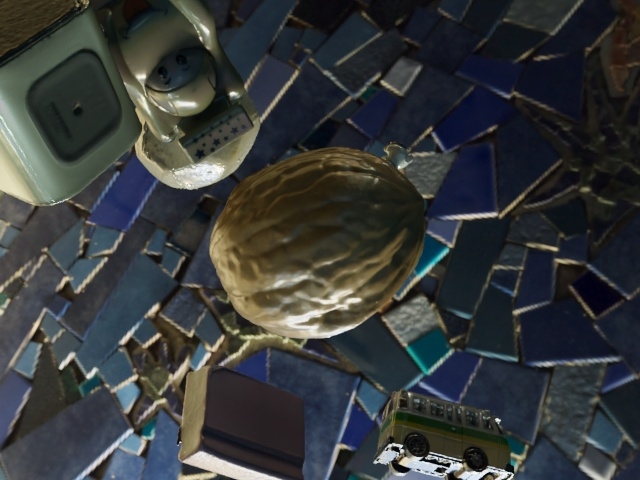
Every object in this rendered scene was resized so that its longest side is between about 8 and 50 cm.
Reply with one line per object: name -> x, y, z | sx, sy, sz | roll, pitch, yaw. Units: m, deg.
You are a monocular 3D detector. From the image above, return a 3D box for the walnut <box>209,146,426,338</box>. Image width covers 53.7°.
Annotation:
walnut -> 0.000, 0.000, 0.742 | 0.225, 0.260, 0.225 | 50, 28, -40

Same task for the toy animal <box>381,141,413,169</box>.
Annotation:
toy animal -> 0.172, -0.173, 1.541 | 0.124, 0.085, 0.071 | -51, 146, -17

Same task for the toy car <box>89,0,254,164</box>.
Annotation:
toy car -> -0.294, -0.342, 1.265 | 0.242, 0.226, 0.336 | -33, 153, -4

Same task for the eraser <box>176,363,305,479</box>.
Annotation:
eraser -> -0.209, 0.523, 1.767 | 0.359, 0.122, 0.272 | 33, 39, -32

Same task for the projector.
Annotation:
projector -> -0.474, -0.241, 1.026 | 0.248, 0.248, 0.249 | -51, 148, -31

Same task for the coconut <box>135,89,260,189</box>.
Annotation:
coconut -> -0.347, -0.323, 1.771 | 0.360, 0.346, 0.347 | -56, 155, -73

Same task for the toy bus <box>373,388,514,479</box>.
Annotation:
toy bus -> 0.297, 0.479, 1.521 | 0.143, 0.305, 0.179 | 108, -4, -50
